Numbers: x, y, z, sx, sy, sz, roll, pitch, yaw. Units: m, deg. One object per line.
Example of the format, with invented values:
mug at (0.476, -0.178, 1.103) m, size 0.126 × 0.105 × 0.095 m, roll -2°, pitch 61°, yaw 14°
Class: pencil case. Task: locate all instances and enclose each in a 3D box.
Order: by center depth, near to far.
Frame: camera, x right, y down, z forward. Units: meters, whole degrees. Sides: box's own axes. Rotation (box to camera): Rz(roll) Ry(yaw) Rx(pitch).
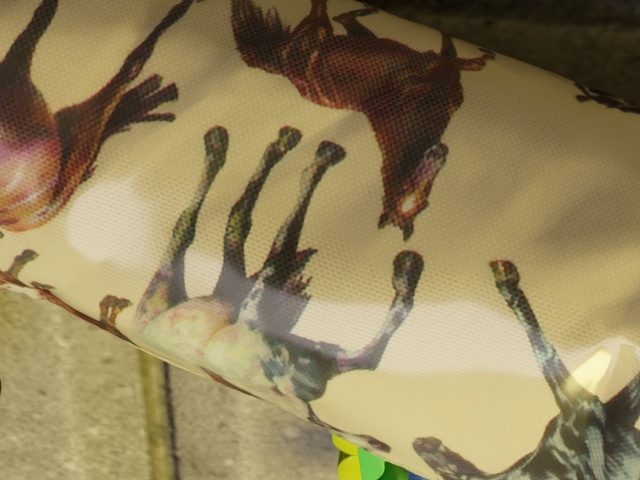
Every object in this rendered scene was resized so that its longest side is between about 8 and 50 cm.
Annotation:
pencil case at (0.000, 0.000, 0.649) m, size 0.410 × 0.183 × 0.160 m, roll 21°, pitch 178°, yaw 1°

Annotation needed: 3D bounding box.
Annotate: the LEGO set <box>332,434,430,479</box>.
LEGO set at (0.057, 0.087, 0.824) m, size 0.093 × 0.087 × 0.227 m, roll -2°, pitch 128°, yaw 8°
